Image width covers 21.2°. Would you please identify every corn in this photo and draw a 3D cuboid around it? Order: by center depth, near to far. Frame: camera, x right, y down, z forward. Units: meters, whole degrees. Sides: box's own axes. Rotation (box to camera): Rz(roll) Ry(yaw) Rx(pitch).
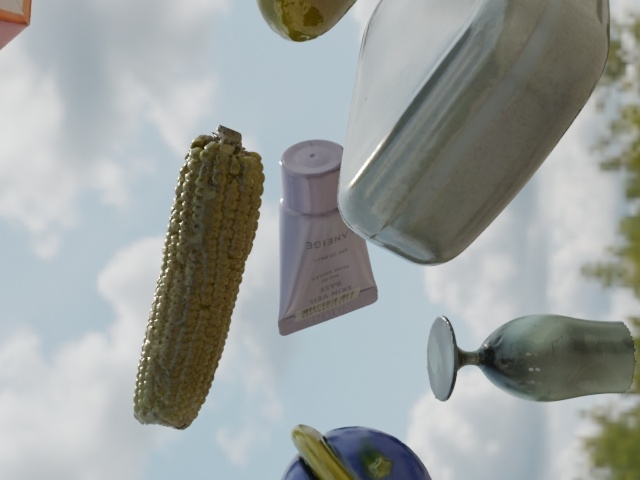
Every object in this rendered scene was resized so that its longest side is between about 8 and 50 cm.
[{"bbox_3d":[-0.125,0.040,1.759,0.097,0.097,0.320,2,-77,-73],"label":"corn"}]

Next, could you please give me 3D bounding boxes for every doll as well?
[{"bbox_3d":[0.026,0.313,1.594,0.311,0.242,0.159,51,170,13],"label":"doll"}]

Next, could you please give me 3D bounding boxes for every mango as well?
[{"bbox_3d":[-0.003,-0.333,2.118,0.237,0.091,0.137,-52,-32,-45],"label":"mango"}]

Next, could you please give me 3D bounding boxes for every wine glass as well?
[{"bbox_3d":[0.217,0.120,1.750,0.093,0.202,0.093,-178,90,-74],"label":"wine glass"}]

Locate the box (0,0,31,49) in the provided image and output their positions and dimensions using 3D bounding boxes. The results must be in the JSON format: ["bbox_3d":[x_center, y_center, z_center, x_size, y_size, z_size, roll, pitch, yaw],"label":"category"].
[{"bbox_3d":[-0.452,-0.326,1.510,0.348,0.257,0.318,11,-110,-32],"label":"box"}]

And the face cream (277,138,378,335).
[{"bbox_3d":[0.000,0.000,2.291,0.096,0.154,0.274,46,151,47],"label":"face cream"}]

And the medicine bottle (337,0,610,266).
[{"bbox_3d":[0.122,-0.156,1.367,0.282,0.123,0.375,-51,16,29],"label":"medicine bottle"}]
